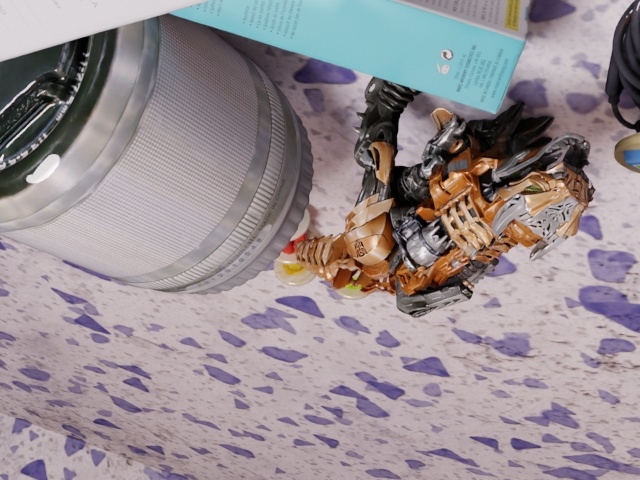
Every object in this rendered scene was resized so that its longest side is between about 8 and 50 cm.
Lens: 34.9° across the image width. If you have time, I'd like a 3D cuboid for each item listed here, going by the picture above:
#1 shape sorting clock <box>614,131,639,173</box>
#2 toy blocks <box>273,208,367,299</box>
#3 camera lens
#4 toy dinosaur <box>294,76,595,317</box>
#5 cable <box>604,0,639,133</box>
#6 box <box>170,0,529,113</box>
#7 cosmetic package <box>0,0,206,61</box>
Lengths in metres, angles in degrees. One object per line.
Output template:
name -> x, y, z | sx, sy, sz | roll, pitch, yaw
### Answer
shape sorting clock -> 0.322, -0.061, 0.746 | 0.206, 0.040, 0.206 | 9, 171, 1
toy blocks -> 0.000, 0.000, 1.091 | 0.123, 0.054, 0.148 | 12, 151, 13
camera lens -> -0.158, -0.084, 0.805 | 0.219, 0.219, 0.274 | -1, 162, 32
toy dinosaur -> 0.076, -0.034, 0.808 | 0.322, 0.218, 0.164 | -4, 146, 35
cable -> 0.278, -0.127, 0.703 | 0.151, 0.047, 0.184 | 11, 151, 13
box -> 0.019, -0.168, 0.709 | 0.244, 0.100, 0.060 | 17, 126, 2
cosmetic package -> -0.044, -0.230, 0.502 | 0.385, 0.217, 0.156 | -2, 130, 37
